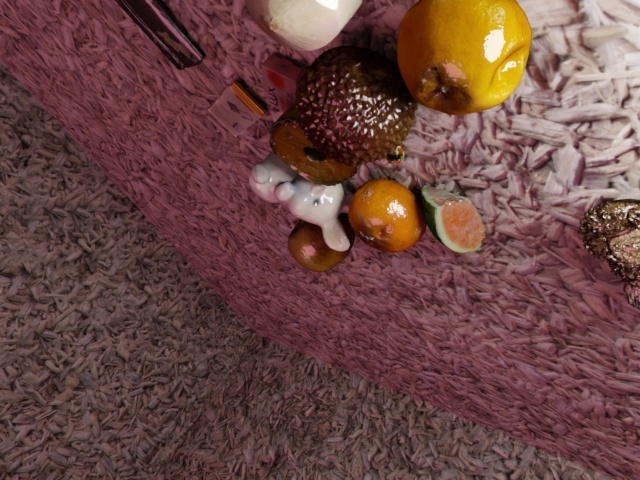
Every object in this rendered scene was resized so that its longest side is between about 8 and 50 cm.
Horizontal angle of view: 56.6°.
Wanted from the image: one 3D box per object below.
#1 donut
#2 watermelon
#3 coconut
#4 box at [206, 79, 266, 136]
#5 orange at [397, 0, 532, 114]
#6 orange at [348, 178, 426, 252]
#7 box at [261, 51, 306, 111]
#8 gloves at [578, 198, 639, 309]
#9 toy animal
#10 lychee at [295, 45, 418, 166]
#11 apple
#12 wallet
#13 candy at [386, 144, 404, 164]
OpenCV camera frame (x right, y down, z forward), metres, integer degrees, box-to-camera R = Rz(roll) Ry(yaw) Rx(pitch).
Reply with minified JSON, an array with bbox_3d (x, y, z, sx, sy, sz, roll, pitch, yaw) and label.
[{"bbox_3d":[-0.003,-0.255,1.541,0.272,0.107,0.272,23,156,11],"label":"donut"},{"bbox_3d":[0.327,-0.054,1.574,0.146,0.128,0.231,36,167,52],"label":"watermelon"},{"bbox_3d":[-0.040,-0.468,1.112,0.224,0.234,0.224,33,155,18],"label":"coconut"},{"bbox_3d":[-0.251,-0.397,1.791,0.129,0.033,0.247,44,155,-17],"label":"box"},{"bbox_3d":[0.238,-0.329,1.055,0.249,0.183,0.249,28,155,14],"label":"orange"},{"bbox_3d":[0.184,-0.063,1.646,0.224,0.170,0.224,32,159,14],"label":"orange"},{"bbox_3d":[-0.090,-0.399,1.533,0.111,0.060,0.156,30,155,17],"label":"box"},{"bbox_3d":[0.651,0.017,1.197,0.210,0.135,0.312,2,139,52],"label":"gloves"},{"bbox_3d":[-0.031,-0.133,1.792,0.368,0.196,0.241,32,164,15],"label":"toy animal"},{"bbox_3d":[0.073,-0.278,1.285,0.267,0.267,0.267,30,156,15],"label":"lychee"},{"bbox_3d":[0.000,0.000,1.969,0.188,0.211,0.211,41,156,-13],"label":"apple"},{"bbox_3d":[-0.471,-0.616,1.667,0.170,0.044,0.321,2,140,50],"label":"wallet"},{"bbox_3d":[0.140,-0.249,1.533,0.185,0.049,0.055,32,119,31],"label":"candy"}]
